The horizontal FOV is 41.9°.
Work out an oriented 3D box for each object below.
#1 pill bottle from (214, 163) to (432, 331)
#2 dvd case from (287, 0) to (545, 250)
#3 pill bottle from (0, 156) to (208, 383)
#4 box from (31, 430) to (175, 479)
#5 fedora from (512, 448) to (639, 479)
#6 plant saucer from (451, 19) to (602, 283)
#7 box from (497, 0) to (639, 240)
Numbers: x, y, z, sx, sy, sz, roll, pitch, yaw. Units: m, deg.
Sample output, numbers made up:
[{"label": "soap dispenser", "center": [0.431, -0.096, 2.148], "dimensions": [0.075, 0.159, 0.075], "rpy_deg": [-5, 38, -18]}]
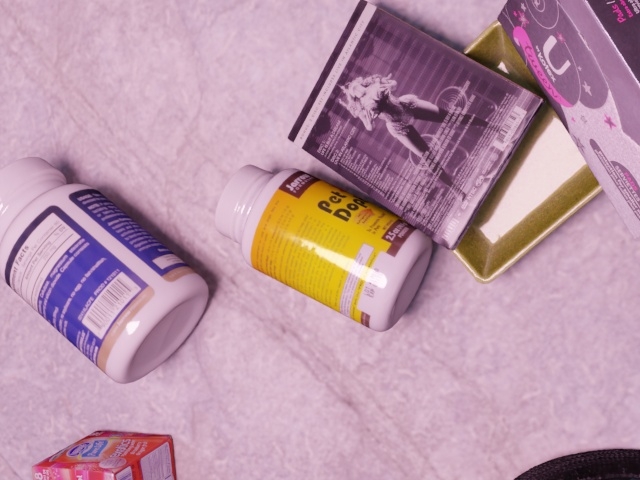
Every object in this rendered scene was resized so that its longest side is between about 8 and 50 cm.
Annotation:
[{"label": "pill bottle", "center": [0.000, 0.000, 0.876], "dimensions": [0.215, 0.117, 0.117], "rpy_deg": [26, 106, 17]}, {"label": "dvd case", "center": [0.085, -0.117, 0.826], "dimensions": [0.221, 0.018, 0.164], "rpy_deg": [36, 107, 25]}, {"label": "pill bottle", "center": [-0.272, 0.028, 0.972], "dimensions": [0.265, 0.153, 0.153], "rpy_deg": [39, 110, 13]}, {"label": "box", "center": [-0.253, 0.377, 1.027], "dimensions": [0.122, 0.128, 0.257], "rpy_deg": [-2, 97, 22]}, {"label": "fedora", "center": [0.296, 0.351, 0.766], "dimensions": [0.334, 0.334, 0.152], "rpy_deg": [5, 133, 22]}, {"label": "plant saucer", "center": [0.174, -0.085, 0.832], "dimensions": [0.188, 0.045, 0.188], "rpy_deg": [-43, 80, 21]}, {"label": "box", "center": [0.279, -0.144, 0.694], "dimensions": [0.142, 0.163, 0.247], "rpy_deg": [-28, 83, -6]}]
